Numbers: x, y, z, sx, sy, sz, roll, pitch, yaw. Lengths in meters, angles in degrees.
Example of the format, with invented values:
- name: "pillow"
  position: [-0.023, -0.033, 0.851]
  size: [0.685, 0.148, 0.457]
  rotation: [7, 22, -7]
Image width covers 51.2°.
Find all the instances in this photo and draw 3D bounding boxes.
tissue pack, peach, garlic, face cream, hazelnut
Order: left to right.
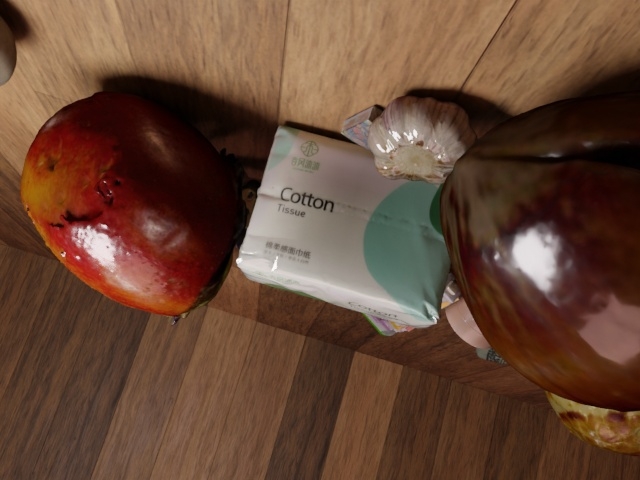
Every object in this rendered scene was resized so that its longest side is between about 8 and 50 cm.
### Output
- name: "peach"
  position: [-0.322, -0.053, 1.186]
  size: [0.416, 0.339, 0.353]
  rotation: [38, -157, 6]
- name: "tissue pack"
  position: [0.062, -0.018, 1.170]
  size: [0.356, 0.266, 0.194]
  rotation: [15, 168, 5]
- name: "tissue pack"
  position: [0.080, -0.175, 1.051]
  size: [0.063, 0.035, 0.083]
  rotation: [25, 161, -24]
- name: "garlic"
  position: [0.147, -0.148, 0.970]
  size: [0.159, 0.102, 0.147]
  rotation: [-15, 132, 40]
- name: "face cream"
  position: [0.354, 0.142, 1.420]
  size: [0.149, 0.149, 0.104]
  rotation: [22, 136, -17]
- name: "hazelnut"
  position: [0.346, 0.018, 0.812]
  size: [0.401, 0.402, 0.429]
  rotation: [22, 174, -19]

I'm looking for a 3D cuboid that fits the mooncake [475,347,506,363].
- name: "mooncake"
  position: [0.498, 0.207, 1.553]
  size: [0.254, 0.136, 0.250]
  rotation: [-8, 171, -28]

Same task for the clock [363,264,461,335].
- name: "clock"
  position: [0.180, 0.073, 1.436]
  size: [0.235, 0.166, 0.309]
  rotation: [48, 158, -6]

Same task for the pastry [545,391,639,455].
- name: "pastry"
  position: [0.740, 0.362, 1.636]
  size: [0.388, 0.313, 0.388]
  rotation: [14, 165, 4]

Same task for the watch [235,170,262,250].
- name: "watch"
  position: [-0.146, -0.045, 1.433]
  size: [0.244, 0.196, 0.231]
  rotation: [2, 165, 30]

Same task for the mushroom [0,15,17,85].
- name: "mushroom"
  position: [-0.590, -0.283, 1.039]
  size: [0.207, 0.215, 0.207]
  rotation: [9, 167, 2]

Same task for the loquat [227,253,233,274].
- name: "loquat"
  position: [-0.365, 0.039, 1.763]
  size: [0.262, 0.263, 0.263]
  rotation: [15, 163, 5]
